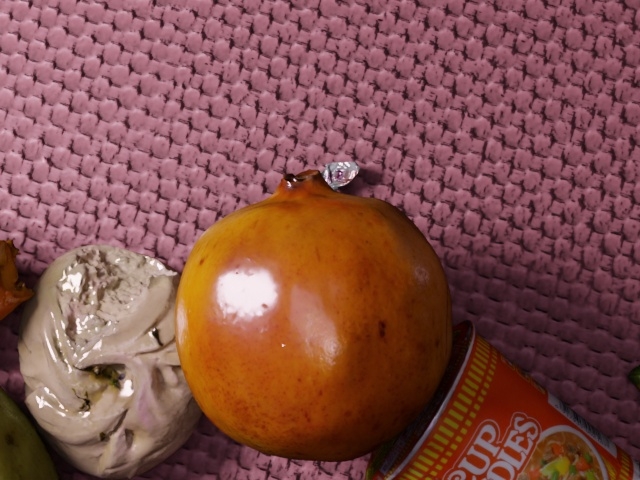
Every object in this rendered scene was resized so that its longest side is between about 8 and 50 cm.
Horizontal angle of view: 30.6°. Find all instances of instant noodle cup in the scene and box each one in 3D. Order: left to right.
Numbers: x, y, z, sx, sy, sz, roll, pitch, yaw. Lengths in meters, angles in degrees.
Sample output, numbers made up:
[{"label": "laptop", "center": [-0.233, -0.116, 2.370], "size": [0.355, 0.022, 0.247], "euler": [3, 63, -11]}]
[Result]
[{"label": "instant noodle cup", "center": [0.179, 0.209, 1.110], "size": [0.212, 0.193, 0.193], "euler": [32, 86, -4]}]

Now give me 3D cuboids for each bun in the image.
[{"label": "bun", "center": [-0.205, 0.114, 1.159], "size": [0.210, 0.116, 0.237], "euler": [-23, 84, 0]}]

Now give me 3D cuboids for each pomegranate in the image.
[{"label": "pomegranate", "center": [-0.008, 0.067, 1.060], "size": [0.264, 0.264, 0.264], "euler": [0, 84, 3]}]

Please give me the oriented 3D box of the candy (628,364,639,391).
[{"label": "candy", "center": [0.416, 0.120, 1.156], "size": [0.194, 0.062, 0.097], "euler": [-33, 83, -2]}]

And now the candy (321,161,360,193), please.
[{"label": "candy", "center": [0.000, 0.000, 1.197], "size": [0.045, 0.043, 0.175], "euler": [13, 89, 6]}]

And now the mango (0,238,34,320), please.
[{"label": "mango", "center": [-0.413, 0.042, 1.157], "size": [0.252, 0.126, 0.153], "euler": [-10, 56, 24]}]

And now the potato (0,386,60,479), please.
[{"label": "potato", "center": [-0.340, 0.267, 1.105], "size": [0.216, 0.216, 0.304], "euler": [-11, 76, 2]}]
